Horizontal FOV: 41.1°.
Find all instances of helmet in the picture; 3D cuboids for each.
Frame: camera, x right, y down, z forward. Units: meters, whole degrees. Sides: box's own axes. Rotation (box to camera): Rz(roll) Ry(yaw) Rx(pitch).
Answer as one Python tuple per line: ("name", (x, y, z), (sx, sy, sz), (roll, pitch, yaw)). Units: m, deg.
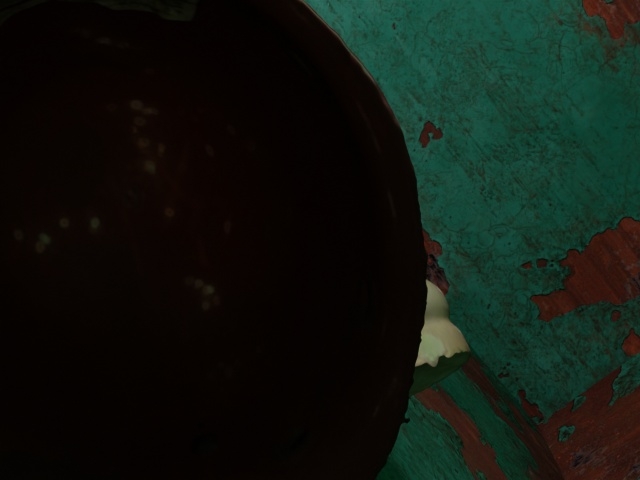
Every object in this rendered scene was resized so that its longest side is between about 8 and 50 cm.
("helmet", (-0.121, 0.005, 0.538), (0.230, 0.337, 0.385), (-118, -174, -69))

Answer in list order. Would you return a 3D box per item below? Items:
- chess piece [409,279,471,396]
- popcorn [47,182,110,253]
("chess piece", (0.000, 0.000, 1.096), (0.234, 0.234, 0.442), (29, 36, -65))
("popcorn", (-0.222, -0.046, 0.729), (0.198, 0.212, 0.198), (6, 90, -70))
